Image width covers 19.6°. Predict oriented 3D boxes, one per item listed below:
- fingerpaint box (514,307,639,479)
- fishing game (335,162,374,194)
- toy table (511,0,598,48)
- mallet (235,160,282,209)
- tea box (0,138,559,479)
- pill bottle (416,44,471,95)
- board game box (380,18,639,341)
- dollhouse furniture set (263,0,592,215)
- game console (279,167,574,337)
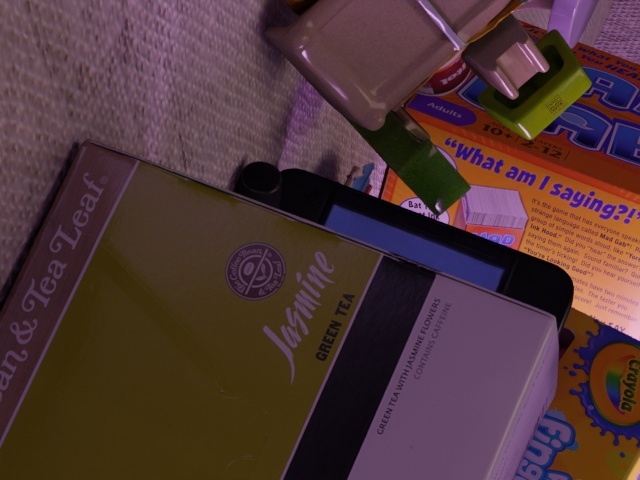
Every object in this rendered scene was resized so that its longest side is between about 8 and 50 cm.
[{"bbox_3d":[0.113,0.221,1.856,0.445,0.371,0.163,-49,160,-43],"label":"fingerpaint box"},{"bbox_3d":[0.000,0.000,1.872,0.189,0.041,0.264,-63,176,4],"label":"fishing game"},{"bbox_3d":[0.243,-0.329,2.093,0.274,0.160,0.252,-20,130,-76],"label":"toy table"},{"bbox_3d":[-0.088,0.018,1.522,0.190,0.039,0.062,-57,167,-28],"label":"mallet"},{"bbox_3d":[-0.058,0.162,1.175,0.220,0.323,0.329,70,43,-72],"label":"tea box"},{"bbox_3d":[0.115,-0.199,1.921,0.152,0.086,0.086,48,64,-78],"label":"pill bottle"},{"bbox_3d":[0.280,-0.021,2.323,0.356,0.356,0.356,-50,159,-57],"label":"board game box"},{"bbox_3d":[0.073,-0.191,1.572,0.197,0.151,0.301,-42,140,4],"label":"dollhouse furniture set"},{"bbox_3d":[0.040,0.068,1.537,0.173,0.293,0.250,77,36,-71],"label":"game console"}]
